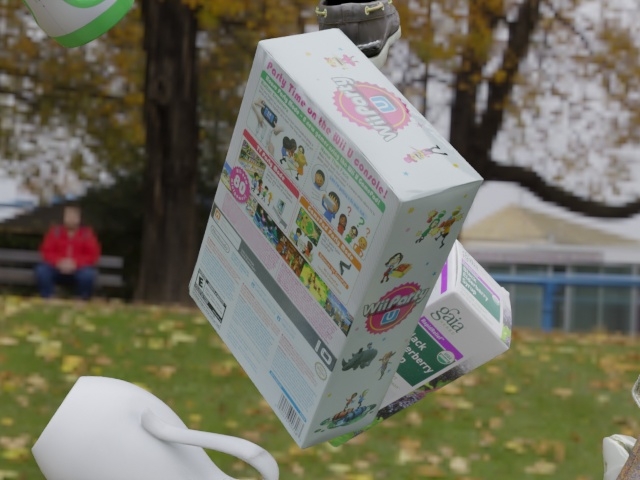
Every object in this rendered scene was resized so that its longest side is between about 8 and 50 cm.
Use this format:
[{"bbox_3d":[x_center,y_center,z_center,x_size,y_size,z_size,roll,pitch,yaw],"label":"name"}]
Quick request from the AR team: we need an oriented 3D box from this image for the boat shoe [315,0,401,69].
[{"bbox_3d":[0.037,-0.223,1.459,0.081,0.069,0.228,-1,22,4],"label":"boat shoe"}]

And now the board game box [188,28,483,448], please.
[{"bbox_3d":[0.000,0.000,1.341,0.097,0.224,0.303,-14,-40,-34],"label":"board game box"}]

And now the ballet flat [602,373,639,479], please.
[{"bbox_3d":[0.344,0.198,1.479,0.107,0.316,0.106,10,18,-45],"label":"ballet flat"}]

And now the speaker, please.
[{"bbox_3d":[-0.338,-0.368,1.703,0.131,0.131,0.296,-3,-47,43],"label":"speaker"}]

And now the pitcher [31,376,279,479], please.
[{"bbox_3d":[-0.151,0.203,1.385,0.207,0.125,0.178,33,-49,-4],"label":"pitcher"}]

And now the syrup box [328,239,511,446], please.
[{"bbox_3d":[0.077,0.108,1.547,0.237,0.096,0.093,-32,-63,27],"label":"syrup box"}]
